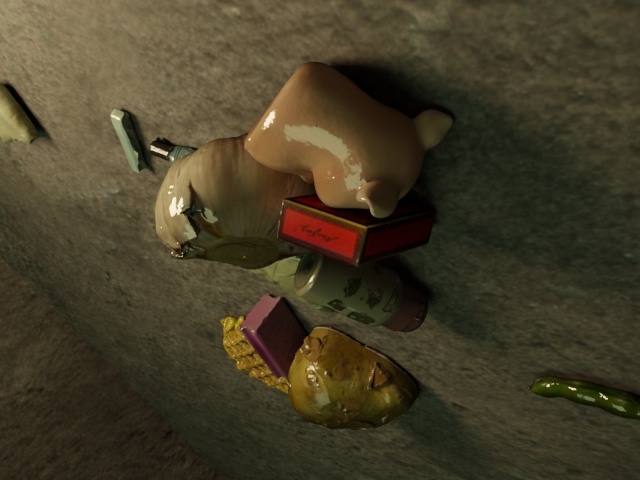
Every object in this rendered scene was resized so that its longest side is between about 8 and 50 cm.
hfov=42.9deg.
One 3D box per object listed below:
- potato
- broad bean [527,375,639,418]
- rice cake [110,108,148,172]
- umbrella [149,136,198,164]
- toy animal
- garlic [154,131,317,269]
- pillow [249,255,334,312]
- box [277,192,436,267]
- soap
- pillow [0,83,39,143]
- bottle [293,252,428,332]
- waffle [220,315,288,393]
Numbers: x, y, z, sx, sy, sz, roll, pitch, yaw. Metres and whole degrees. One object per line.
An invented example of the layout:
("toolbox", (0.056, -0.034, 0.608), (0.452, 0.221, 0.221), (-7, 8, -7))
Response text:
("potato", (0.059, 0.361, 1.912), (0.300, 0.196, 0.246), (27, 152, 14))
("broad bean", (0.479, 0.277, 1.464), (0.255, 0.046, 0.065), (6, 146, 46))
("rice cake", (-0.406, -0.210, 1.743), (0.042, 0.030, 0.180), (23, 150, 20))
("umbrella", (-0.244, -0.151, 1.625), (0.251, 0.053, 0.052), (20, 150, 27))
("toy animal", (0.022, -0.140, 1.204), (0.256, 0.195, 0.213), (33, 160, 1))
("garlic", (-0.127, -0.066, 1.427), (0.322, 0.240, 0.322), (2, -179, 0))
("pillow", (-0.096, 0.045, 1.715), (0.281, 0.076, 0.274), (27, 160, 18))
("box", (0.062, -0.028, 1.290), (0.153, 0.240, 0.074), (24, 111, 28))
("soap", (-0.102, 0.237, 1.977), (0.066, 0.122, 0.203), (10, 143, 41))
("pillow", (-0.763, -0.304, 1.956), (0.134, 0.077, 0.181), (12, 144, 38))
("bottle", (0.083, 0.096, 1.524), (0.253, 0.120, 0.120), (25, 156, -19))
("waffle", (-0.158, 0.311, 2.216), (0.329, 0.062, 0.329), (28, 151, 17))
